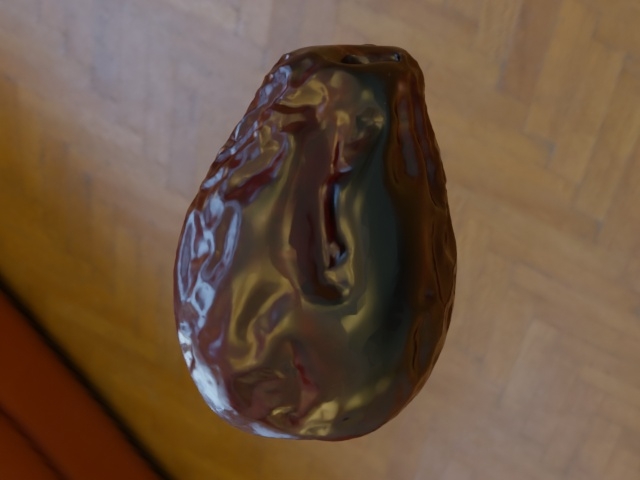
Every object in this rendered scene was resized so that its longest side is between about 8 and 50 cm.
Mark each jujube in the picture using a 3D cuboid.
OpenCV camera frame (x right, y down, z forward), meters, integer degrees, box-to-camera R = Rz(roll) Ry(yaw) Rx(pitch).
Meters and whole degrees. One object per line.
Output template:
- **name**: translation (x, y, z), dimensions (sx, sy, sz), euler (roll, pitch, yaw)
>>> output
- **jujube**: translation (0.000, 0.000, 0.880), dimensions (0.168, 0.168, 0.236), euler (14, 101, 24)
